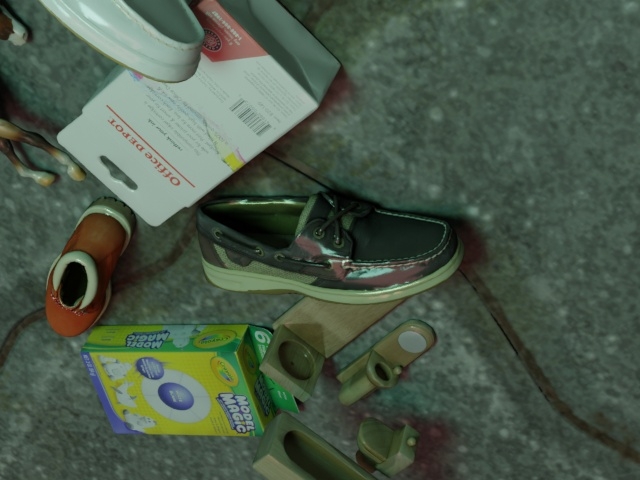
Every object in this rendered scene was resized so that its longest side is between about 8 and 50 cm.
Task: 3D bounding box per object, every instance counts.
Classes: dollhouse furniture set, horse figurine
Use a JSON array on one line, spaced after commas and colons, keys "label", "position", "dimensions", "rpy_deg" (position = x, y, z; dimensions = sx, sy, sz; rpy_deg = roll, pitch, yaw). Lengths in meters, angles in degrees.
[{"label": "dollhouse furniture set", "position": [0.032, 0.128, 1.277], "dimensions": [0.144, 0.151, 0.123], "rpy_deg": [38, 130, -14]}, {"label": "horse figurine", "position": [-0.315, -0.085, 1.290], "dimensions": [0.263, 0.066, 0.174], "rpy_deg": [-23, 122, 30]}]

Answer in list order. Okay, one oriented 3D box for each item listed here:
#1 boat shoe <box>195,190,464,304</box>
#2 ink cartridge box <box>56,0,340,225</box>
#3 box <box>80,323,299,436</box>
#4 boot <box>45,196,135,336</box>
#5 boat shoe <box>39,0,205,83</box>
[{"label": "boat shoe", "position": [0.000, -0.001, 1.233], "dimensions": [0.223, 0.080, 0.073], "rpy_deg": [0, 132, 25]}, {"label": "ink cartridge box", "position": [-0.097, -0.106, 1.192], "dimensions": [0.115, 0.067, 0.198], "rpy_deg": [44, 127, -16]}, {"label": "box", "position": [-0.115, 0.126, 1.400], "dimensions": [0.179, 0.043, 0.105], "rpy_deg": [-3, 126, 20]}, {"label": "boot", "position": [-0.212, 0.041, 1.341], "dimensions": [0.059, 0.084, 0.158], "rpy_deg": [25, 133, -2]}, {"label": "boat shoe", "position": [-0.167, -0.230, 1.071], "dimensions": [0.277, 0.098, 0.096], "rpy_deg": [48, 117, 3]}]
